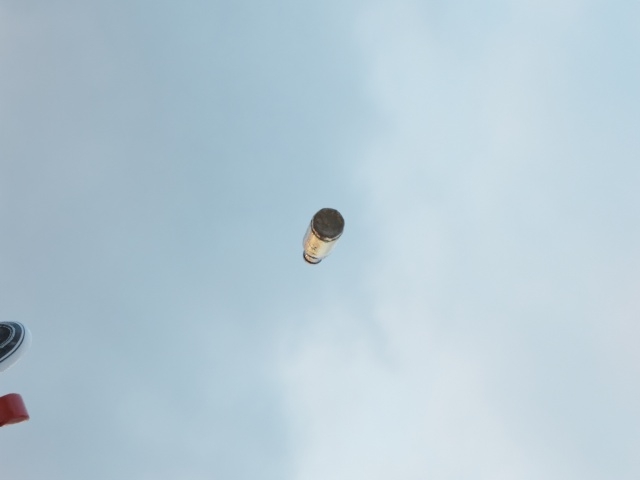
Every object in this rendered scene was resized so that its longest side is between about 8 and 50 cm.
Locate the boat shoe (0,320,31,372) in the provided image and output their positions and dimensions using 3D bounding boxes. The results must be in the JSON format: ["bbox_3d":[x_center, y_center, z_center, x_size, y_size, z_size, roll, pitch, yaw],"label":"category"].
[{"bbox_3d":[-0.686,0.199,1.968,0.301,0.108,0.102,-13,-37,-3],"label":"boat shoe"}]

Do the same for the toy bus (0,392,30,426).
[{"bbox_3d":[-0.443,0.192,1.191,0.191,0.202,0.104,39,-47,5],"label":"toy bus"}]

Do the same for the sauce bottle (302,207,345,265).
[{"bbox_3d":[0.000,0.000,1.295,0.042,0.042,0.128,38,-22,6],"label":"sauce bottle"}]
